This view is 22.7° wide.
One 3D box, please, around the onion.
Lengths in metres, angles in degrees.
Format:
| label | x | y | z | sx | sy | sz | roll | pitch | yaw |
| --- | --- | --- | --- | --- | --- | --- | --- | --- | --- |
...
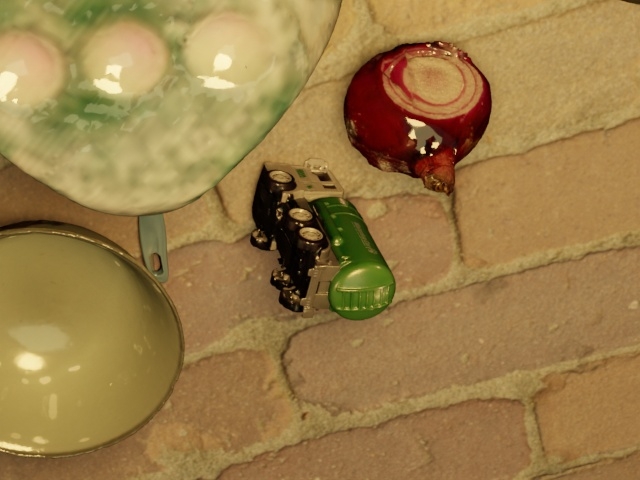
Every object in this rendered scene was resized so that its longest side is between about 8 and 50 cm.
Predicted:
| label | x | y | z | sx | sy | sz | roll | pitch | yaw |
| --- | --- | --- | --- | --- | --- | --- | --- | --- | --- |
| onion | 0.114 | -0.121 | 1.853 | 0.173 | 0.198 | 0.135 | -3 | 152 | -8 |

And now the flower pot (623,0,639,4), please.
| label | x | y | z | sx | sy | sz | roll | pitch | yaw |
| --- | --- | --- | --- | --- | --- | --- | --- | --- | --- |
| flower pot | 0.330 | -0.398 | 1.598 | 0.302 | 0.213 | 0.301 | -5 | 122 | -8 |

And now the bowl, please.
| label | x | y | z | sx | sy | sz | roll | pitch | yaw |
| --- | --- | --- | --- | --- | --- | --- | --- | --- | --- |
| bowl | -0.334 | 0.091 | 1.950 | 0.337 | 0.157 | 0.337 | -2 | 123 | -4 |

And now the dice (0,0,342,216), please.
| label | x | y | z | sx | sy | sz | roll | pitch | yaw |
| --- | --- | --- | --- | --- | --- | --- | --- | --- | --- |
| dice | -0.194 | -0.254 | 1.650 | 0.328 | 0.330 | 0.348 | 36 | 110 | -24 |

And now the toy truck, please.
| label | x | y | z | sx | sy | sz | roll | pitch | yaw |
| --- | --- | --- | --- | --- | --- | --- | --- | --- | --- |
| toy truck | 0.000 | 0.000 | 1.882 | 0.125 | 0.242 | 0.101 | 0 | 123 | -21 |

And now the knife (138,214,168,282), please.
| label | x | y | z | sx | sy | sz | roll | pitch | yaw |
| --- | --- | --- | --- | --- | --- | --- | --- | --- | --- |
| knife | -0.220 | -0.081 | 1.941 | 0.044 | 0.019 | 0.313 | -5 | 120 | 0 |
